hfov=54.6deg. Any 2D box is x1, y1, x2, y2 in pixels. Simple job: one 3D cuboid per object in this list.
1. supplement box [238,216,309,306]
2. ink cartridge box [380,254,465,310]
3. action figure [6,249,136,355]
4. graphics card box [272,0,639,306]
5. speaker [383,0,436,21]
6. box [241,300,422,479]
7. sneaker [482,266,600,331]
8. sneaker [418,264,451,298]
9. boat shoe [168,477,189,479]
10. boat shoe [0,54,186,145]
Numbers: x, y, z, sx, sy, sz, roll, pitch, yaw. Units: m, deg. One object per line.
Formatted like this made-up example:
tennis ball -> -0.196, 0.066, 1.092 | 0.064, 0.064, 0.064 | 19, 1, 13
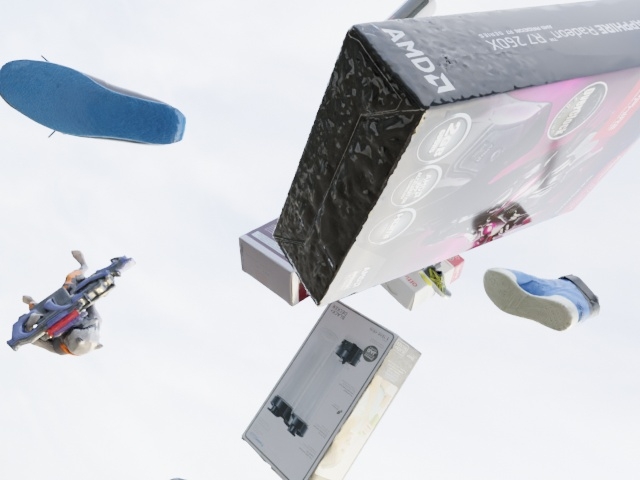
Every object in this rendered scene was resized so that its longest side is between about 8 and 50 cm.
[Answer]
supplement box -> 0.000, 0.000, 1.016 | 0.130, 0.239, 0.073 | 32, -43, 37
ink cartridge box -> 0.205, 0.060, 1.286 | 0.109, 0.151, 0.063 | 44, -33, 29
action figure -> -0.598, 0.161, 1.560 | 0.330, 0.341, 0.178 | 46, -15, 48
graphics card box -> 0.155, -0.087, 0.551 | 0.094, 0.371, 0.232 | 58, -35, 25
speaker -> 0.149, -0.392, 1.117 | 0.055, 0.136, 0.055 | 35, -23, 18
box -> 0.016, 0.259, 1.034 | 0.169, 0.289, 0.087 | 25, -11, 45
sneaker -> 0.295, 0.070, 0.826 | 0.152, 0.085, 0.058 | 25, -60, 55
sneaker -> 0.216, 0.075, 1.124 | 0.083, 0.031, 0.035 | 40, -80, -26
boat shoe -> -0.102, 0.309, 0.595 | 0.065, 0.083, 0.183 | -19, -60, 9
boat shoe -> -0.330, -0.183, 0.897 | 0.089, 0.258, 0.108 | 22, -87, 58
